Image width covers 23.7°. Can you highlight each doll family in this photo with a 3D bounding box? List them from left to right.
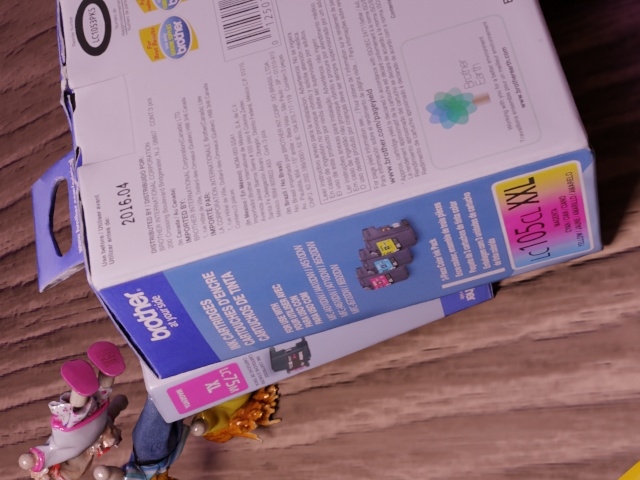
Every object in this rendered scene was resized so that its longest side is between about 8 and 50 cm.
[{"bbox_3d":[-0.113,0.137,1.232,0.118,0.263,0.163,37,136,18],"label":"doll family"}]

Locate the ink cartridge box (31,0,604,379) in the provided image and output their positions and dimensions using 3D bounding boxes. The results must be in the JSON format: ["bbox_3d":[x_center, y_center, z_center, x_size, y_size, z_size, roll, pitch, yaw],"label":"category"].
[{"bbox_3d":[-0.030,-0.077,1.074,0.395,0.151,0.270,-15,56,4],"label":"ink cartridge box"}]

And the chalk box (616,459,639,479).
[{"bbox_3d":[0.248,0.191,0.760,0.289,0.179,0.180,-49,43,27],"label":"chalk box"}]

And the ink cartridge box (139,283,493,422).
[{"bbox_3d":[0.000,0.000,1.151,0.311,0.065,0.186,-22,51,1],"label":"ink cartridge box"}]
